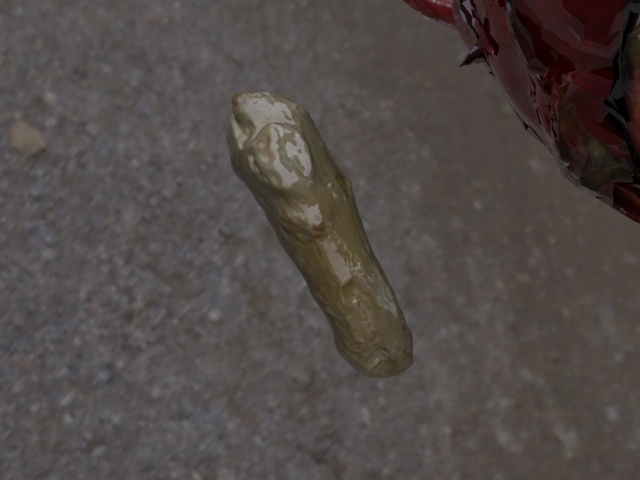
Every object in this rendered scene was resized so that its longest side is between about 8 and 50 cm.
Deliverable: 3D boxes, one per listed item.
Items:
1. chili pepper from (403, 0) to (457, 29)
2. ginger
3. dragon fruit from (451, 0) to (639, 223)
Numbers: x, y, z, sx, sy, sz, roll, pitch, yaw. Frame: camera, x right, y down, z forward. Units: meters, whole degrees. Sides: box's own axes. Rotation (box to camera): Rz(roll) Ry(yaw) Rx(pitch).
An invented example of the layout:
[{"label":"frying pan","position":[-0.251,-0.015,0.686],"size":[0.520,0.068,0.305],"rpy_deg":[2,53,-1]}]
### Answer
[{"label":"chili pepper","position":[0.091,-0.270,1.611],"size":[0.268,0.050,0.059],"rpy_deg":[47,2,35]},{"label":"ginger","position":[0.001,0.002,0.788],"size":[0.173,0.051,0.069],"rpy_deg":[67,-8,-15]},{"label":"dragon fruit","position":[0.211,-0.129,0.733],"size":[0.296,0.295,0.301],"rpy_deg":[35,15,-10]}]
